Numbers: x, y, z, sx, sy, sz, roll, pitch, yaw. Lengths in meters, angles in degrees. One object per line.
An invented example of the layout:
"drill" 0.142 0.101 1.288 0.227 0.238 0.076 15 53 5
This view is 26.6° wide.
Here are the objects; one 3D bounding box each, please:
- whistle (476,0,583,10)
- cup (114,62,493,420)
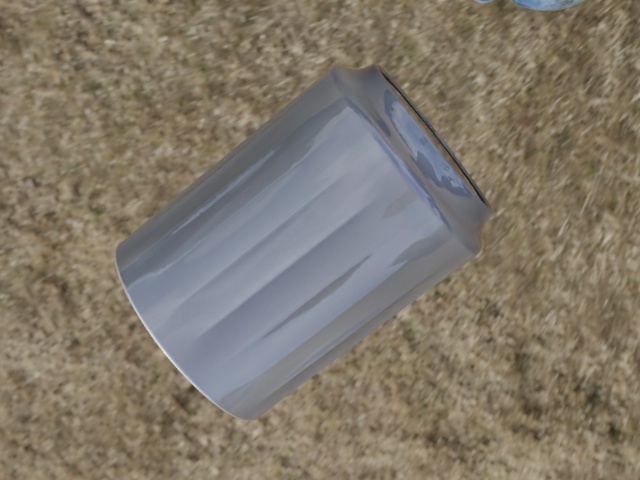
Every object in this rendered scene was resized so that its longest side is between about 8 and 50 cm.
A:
"whistle" 0.143 -0.182 0.764 0.158 0.090 0.090 -36 91 37
"cup" 0.000 0.000 1.414 0.327 0.323 0.236 -39 77 9
